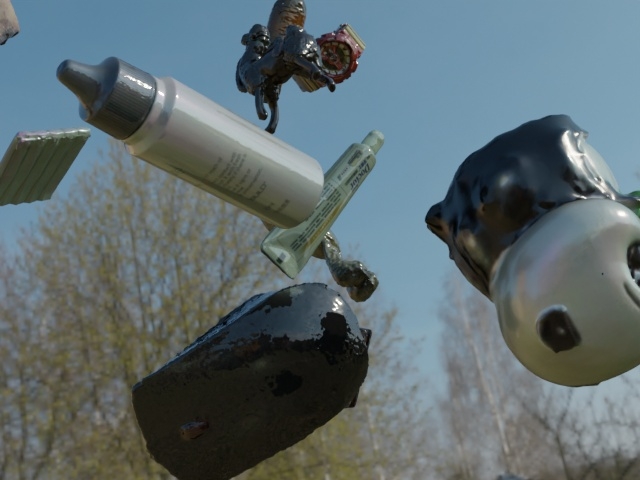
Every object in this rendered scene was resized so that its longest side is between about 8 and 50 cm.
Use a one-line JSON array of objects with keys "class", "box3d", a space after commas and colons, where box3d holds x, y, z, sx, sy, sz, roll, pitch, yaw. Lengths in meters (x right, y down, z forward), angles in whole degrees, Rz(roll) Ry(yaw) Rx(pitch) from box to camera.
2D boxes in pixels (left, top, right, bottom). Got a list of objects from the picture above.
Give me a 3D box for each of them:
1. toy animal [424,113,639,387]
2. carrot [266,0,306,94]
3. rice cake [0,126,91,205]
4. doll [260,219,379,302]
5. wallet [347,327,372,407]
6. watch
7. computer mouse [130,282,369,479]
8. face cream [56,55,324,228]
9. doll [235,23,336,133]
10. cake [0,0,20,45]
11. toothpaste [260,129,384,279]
[{"class": "toy animal", "box3d": [0.257, 0.013, 0.989, 0.212, 0.267, 0.212, -19, -37, -15]}, {"class": "carrot", "box3d": [-0.067, -0.305, 1.515, 0.060, 0.186, 0.060, 16, -10, 3]}, {"class": "rice cake", "box3d": [-0.585, -0.153, 1.950, 0.189, 0.037, 0.198, -14, -32, -50]}, {"class": "doll", "box3d": [-0.014, -0.008, 1.397, 0.202, 0.091, 0.286, 33, 7, -9]}, {"class": "wallet", "box3d": [-0.011, 0.223, 1.776, 0.195, 0.161, 0.042, 8, -19, 24]}, {"class": "watch", "box3d": [0.010, -0.383, 1.986, 0.165, 0.102, 0.268, -38, 14, 9]}, {"class": "computer mouse", "box3d": [-0.079, 0.171, 1.107, 0.295, 0.168, 0.087, -35, 6, -4]}, {"class": "face cream", "box3d": [-0.134, -0.107, 0.987, 0.092, 0.092, 0.311, -25, -38, 38]}, {"class": "doll", "box3d": [-0.059, -0.234, 1.271, 0.139, 0.165, 0.057, -35, -34, 27]}, {"class": "cake", "box3d": [-0.640, -0.393, 1.623, 0.196, 0.293, 0.199, -18, 18, 12]}, {"class": "toothpaste", "box3d": [0.011, -0.059, 1.278, 0.067, 0.255, 0.037, 47, -27, -18]}]
